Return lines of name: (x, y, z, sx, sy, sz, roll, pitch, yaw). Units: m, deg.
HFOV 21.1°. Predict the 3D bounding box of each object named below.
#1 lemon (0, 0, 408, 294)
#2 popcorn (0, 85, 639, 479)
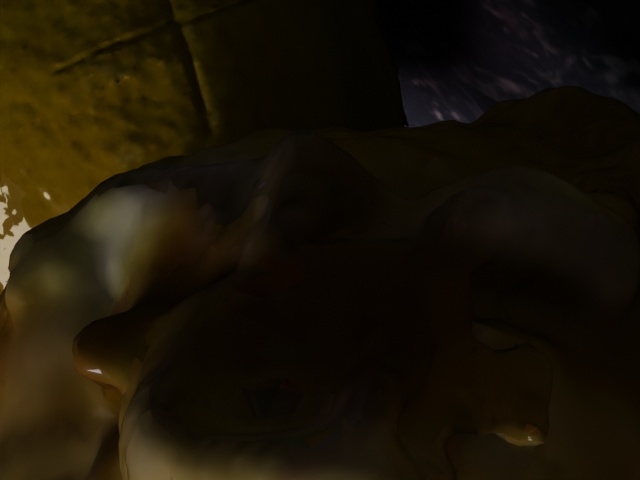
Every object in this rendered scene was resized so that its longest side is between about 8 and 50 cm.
lemon: (-0.092, -0.066, 0.932, 0.297, 0.297, 0.297, 39, 165, 12)
popcorn: (0.029, 0.120, 0.675, 0.344, 0.390, 0.354, -26, 83, 32)
